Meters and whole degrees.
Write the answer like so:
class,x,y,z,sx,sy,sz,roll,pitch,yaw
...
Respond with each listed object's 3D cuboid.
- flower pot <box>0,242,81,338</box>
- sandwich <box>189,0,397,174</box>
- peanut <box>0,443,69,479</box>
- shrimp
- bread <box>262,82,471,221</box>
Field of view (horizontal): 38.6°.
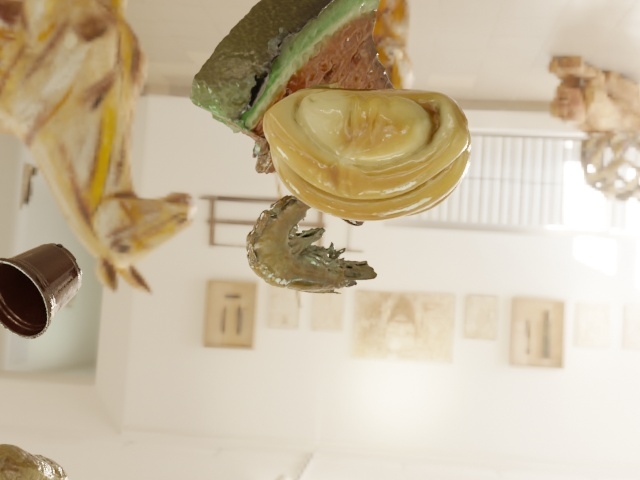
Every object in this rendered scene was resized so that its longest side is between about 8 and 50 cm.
class,x,y,z,sx,sy,sz,roll,pitch,yaw
flower pot,-0.351,0.054,1.138,0.111,0.111,0.089,1,-156,28
sandwich,-0.018,-0.177,1.094,0.162,0.250,0.301,28,163,38
peanut,-0.546,0.432,1.653,0.120,0.110,0.236,42,173,34
shrimp,-0.001,-0.001,1.327,0.253,0.173,0.058,6,-155,-41
bread,0.053,-0.084,0.859,0.173,0.121,0.311,3,-173,7
